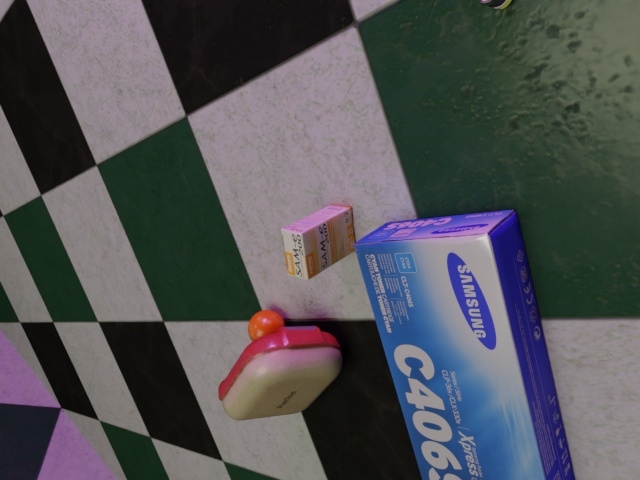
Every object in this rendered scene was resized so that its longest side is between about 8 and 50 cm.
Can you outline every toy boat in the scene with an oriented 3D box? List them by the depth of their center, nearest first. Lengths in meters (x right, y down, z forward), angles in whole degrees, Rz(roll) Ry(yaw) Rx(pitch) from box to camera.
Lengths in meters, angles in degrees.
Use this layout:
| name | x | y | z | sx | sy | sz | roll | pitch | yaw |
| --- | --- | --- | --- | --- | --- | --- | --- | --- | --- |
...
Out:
| name | x | y | z | sx | sy | sz | roll | pitch | yaw |
| --- | --- | --- | --- | --- | --- | --- | --- | --- | --- |
| toy boat | -0.074 | 0.178 | 0.804 | 0.231 | 0.151 | 0.151 | -56 | 41 | 43 |

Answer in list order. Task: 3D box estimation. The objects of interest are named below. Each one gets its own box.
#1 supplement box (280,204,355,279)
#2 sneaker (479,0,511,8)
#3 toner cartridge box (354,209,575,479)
| name | x | y | z | sx | sy | sz | roll | pitch | yaw |
| --- | --- | --- | --- | --- | --- | --- | --- | --- | --- |
| supplement box | 0.000 | 0.000 | 0.647 | 0.036 | 0.098 | 0.062 | 11 | 119 | 39 |
| sneaker | 0.133 | -0.235 | 0.446 | 0.083 | 0.035 | 0.031 | 55 | 136 | 6 |
| toner cartridge box | 0.164 | 0.147 | 0.589 | 0.165 | 0.075 | 0.347 | -6 | 107 | 43 |
